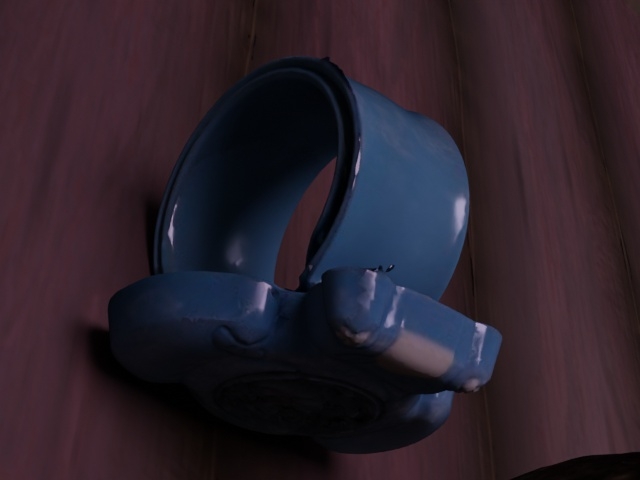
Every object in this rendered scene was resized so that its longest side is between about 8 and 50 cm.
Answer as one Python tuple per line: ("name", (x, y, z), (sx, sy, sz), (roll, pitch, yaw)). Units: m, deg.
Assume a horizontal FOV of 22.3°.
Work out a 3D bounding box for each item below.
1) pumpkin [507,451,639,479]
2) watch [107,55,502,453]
("pumpkin", (0.167, 0.297, 0.615), (0.454, 0.344, 0.454), (52, 5, -6))
("watch", (0.000, 0.000, 0.879), (0.211, 0.211, 0.193), (29, 53, -42))
